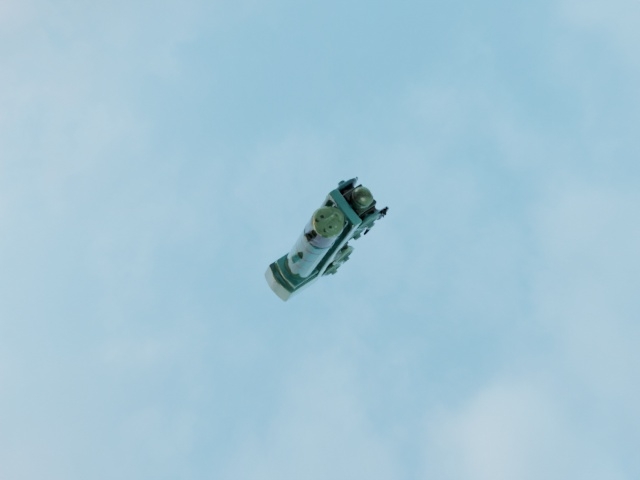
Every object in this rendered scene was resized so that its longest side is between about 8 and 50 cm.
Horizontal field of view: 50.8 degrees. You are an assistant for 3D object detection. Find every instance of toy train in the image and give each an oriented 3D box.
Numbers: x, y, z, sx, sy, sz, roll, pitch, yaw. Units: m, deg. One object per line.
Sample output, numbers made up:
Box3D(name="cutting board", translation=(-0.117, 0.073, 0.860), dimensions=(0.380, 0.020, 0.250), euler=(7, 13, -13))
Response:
Box3D(name="toy train", translation=(0.000, 0.000, 0.339), dimensions=(0.045, 0.092, 0.029), euler=(-34, -100, -26))
